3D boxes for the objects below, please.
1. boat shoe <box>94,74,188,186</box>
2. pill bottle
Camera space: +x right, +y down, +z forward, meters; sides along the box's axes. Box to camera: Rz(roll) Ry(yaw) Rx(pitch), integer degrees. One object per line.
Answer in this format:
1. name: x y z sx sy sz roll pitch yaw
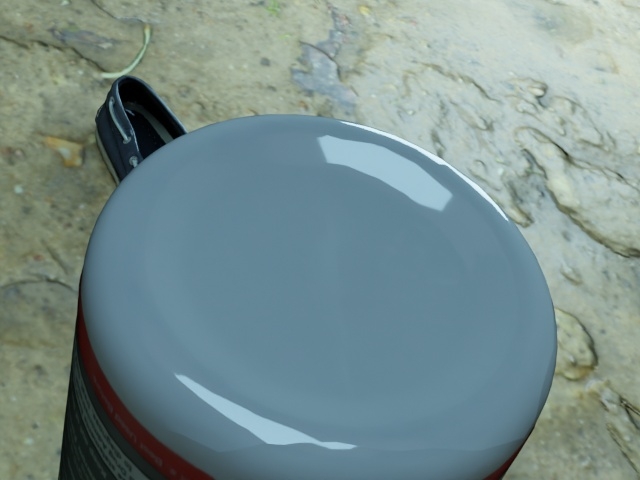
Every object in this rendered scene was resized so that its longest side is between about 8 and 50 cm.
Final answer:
1. boat shoe: -0.124 -0.052 0.991 0.075 0.065 0.206 -16 55 -30
2. pill bottle: -0.033 0.129 0.642 0.210 0.363 0.210 9 47 -10
